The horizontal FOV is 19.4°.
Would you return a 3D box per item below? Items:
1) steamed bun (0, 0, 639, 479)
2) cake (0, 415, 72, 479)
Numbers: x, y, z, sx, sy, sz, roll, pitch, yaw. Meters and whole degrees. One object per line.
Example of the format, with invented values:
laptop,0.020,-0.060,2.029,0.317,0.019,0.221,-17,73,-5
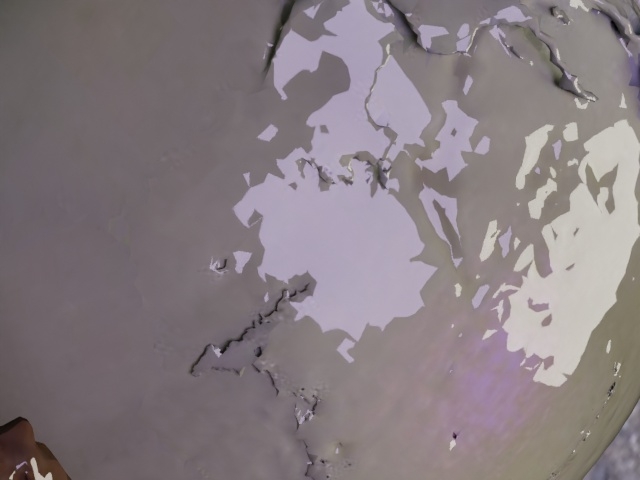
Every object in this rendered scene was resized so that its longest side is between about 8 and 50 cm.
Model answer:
steamed bun,0.000,0.000,0.678,0.334,0.233,0.312,32,82,-31
cake,-0.205,0.200,0.514,0.290,0.282,0.255,-49,137,-35
